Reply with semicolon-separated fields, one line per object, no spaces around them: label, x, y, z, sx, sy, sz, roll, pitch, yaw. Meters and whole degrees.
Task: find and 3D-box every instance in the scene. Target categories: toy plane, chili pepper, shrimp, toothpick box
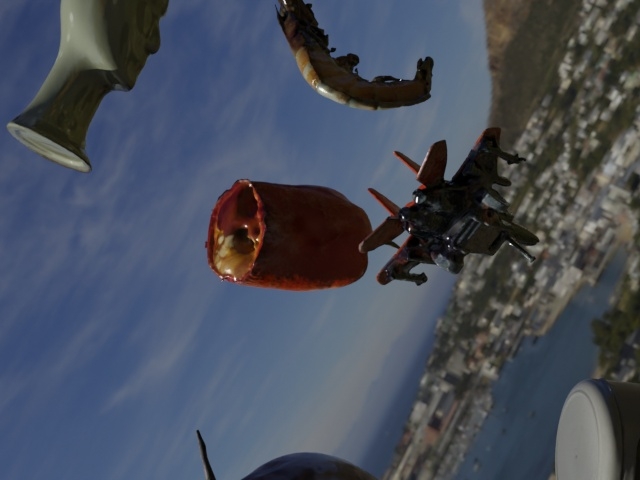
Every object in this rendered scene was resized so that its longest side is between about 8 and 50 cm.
toy plane;0.107;-0.010;0.642;0.189;0.061;0.130;18;-67;-42
chili pepper;0.000;0.000;0.796;0.192;0.084;0.086;6;-67;-37
shrimp;0.037;-0.188;0.926;0.035;0.148;0.195;108;147;-42
toothpick box;0.495;0.299;1.279;0.229;0.317;0.229;-174;90;-86

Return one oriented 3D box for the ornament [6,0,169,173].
ornament;-0.153;-0.130;0.653;0.075;0.081;0.156;59;-128;-71

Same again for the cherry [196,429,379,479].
cherry;-0.003;0.270;0.735;0.183;0.266;0.213;-49;-19;-22
